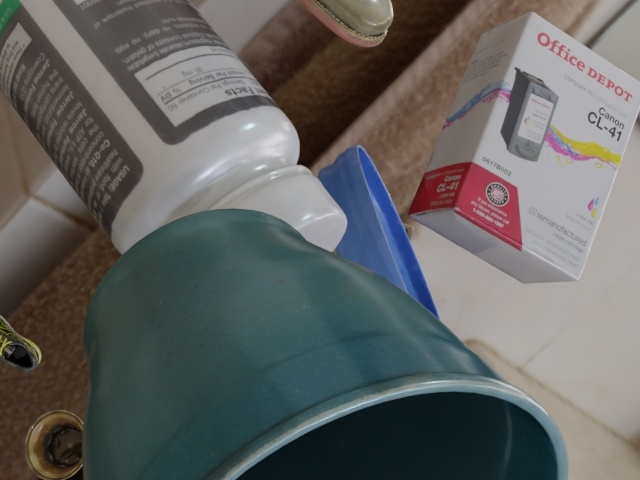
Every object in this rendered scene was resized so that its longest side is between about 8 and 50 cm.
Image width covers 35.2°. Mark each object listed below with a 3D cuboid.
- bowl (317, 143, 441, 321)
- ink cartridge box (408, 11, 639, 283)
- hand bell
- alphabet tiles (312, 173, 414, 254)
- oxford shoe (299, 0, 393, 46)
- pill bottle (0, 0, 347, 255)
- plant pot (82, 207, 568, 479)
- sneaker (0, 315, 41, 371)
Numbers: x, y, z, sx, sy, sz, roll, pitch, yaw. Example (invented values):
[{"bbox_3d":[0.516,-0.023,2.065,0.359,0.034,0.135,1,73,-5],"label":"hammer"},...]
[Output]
[{"bbox_3d":[0.100,0.046,1.536,0.391,0.077,0.391,-22,90,-81],"label":"bowl"},{"bbox_3d":[0.287,-0.121,1.388,0.226,0.306,0.131,27,-13,-20],"label":"ink cartridge box"},{"bbox_3d":[-0.447,0.393,1.920,0.126,0.126,0.242,50,2,18],"label":"hand bell"},{"bbox_3d":[0.000,0.000,1.965,0.343,0.285,0.011,15,34,8],"label":"alphabet tiles"},{"bbox_3d":[-0.002,-0.438,1.276,0.140,0.147,0.396,-31,93,-48],"label":"oxford shoe"},{"bbox_3d":[-0.150,-0.103,0.962,0.361,0.204,0.204,52,15,16],"label":"pill bottle"},{"bbox_3d":[-0.029,0.117,0.643,0.272,0.271,0.255,34,12,-41],"label":"plant pot"},{"bbox_3d":[-0.282,0.087,0.891,0.083,0.031,0.035,35,-5,-20],"label":"sneaker"}]
